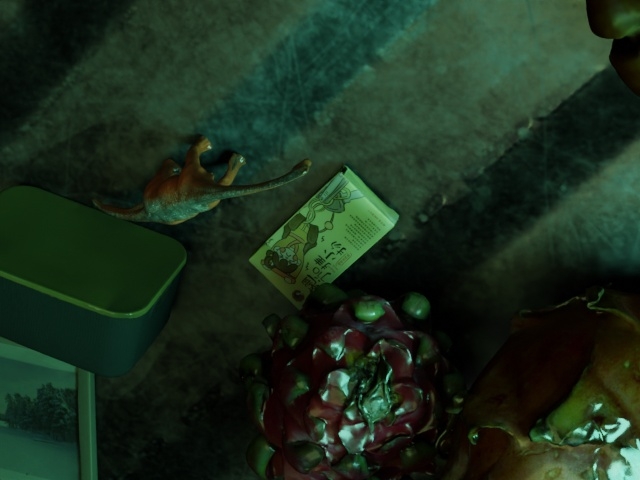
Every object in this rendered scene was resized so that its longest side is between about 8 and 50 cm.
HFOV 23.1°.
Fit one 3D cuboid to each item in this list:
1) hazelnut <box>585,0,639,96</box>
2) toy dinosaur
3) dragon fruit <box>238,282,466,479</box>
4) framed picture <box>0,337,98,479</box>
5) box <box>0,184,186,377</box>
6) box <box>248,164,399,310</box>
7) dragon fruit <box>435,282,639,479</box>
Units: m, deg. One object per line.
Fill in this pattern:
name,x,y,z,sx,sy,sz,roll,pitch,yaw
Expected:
hazelnut,0.283,-0.195,1.173,0.181,0.181,0.212,-28,104,28
toy dinosaur,-0.109,-0.051,1.437,0.279,0.101,0.055,-20,118,39
dragon fruit,0.025,0.167,1.443,0.218,0.198,0.273,11,120,5
framed picture,-0.377,0.178,1.698,0.289,0.016,0.213,11,119,15
box,-0.245,0.041,1.507,0.201,0.144,0.090,20,124,8
box,0.000,0.000,1.469,0.073,0.020,0.149,43,122,-5
dragon fruit,0.238,0.170,1.335,0.250,0.315,0.250,35,167,9
